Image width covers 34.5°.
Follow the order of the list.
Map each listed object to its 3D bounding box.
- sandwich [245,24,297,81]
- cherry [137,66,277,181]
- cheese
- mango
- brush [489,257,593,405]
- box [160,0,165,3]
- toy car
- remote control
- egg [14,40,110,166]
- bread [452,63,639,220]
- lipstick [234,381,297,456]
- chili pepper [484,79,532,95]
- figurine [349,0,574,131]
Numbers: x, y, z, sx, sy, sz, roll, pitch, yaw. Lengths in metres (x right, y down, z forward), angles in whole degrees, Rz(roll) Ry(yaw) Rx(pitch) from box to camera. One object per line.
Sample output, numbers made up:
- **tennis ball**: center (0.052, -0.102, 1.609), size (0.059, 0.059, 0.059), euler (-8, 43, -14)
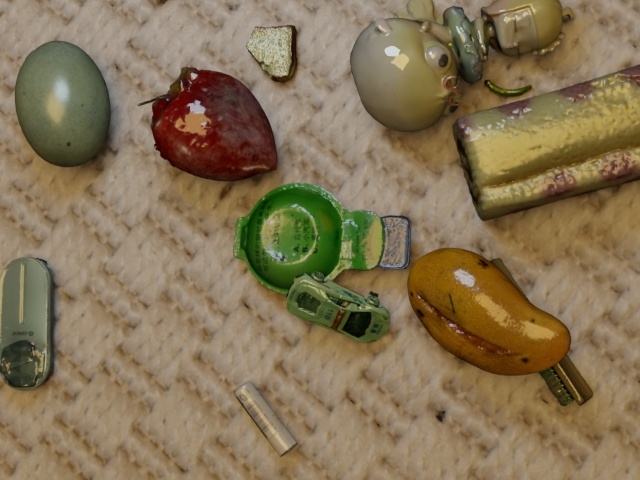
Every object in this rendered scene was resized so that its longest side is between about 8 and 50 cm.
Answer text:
- **sandwich**: center (-0.088, -0.340, 1.882), size (0.093, 0.036, 0.105), euler (-5, 84, 10)
- **cherry**: center (-0.182, -0.191, 1.814), size (0.250, 0.192, 0.175), euler (30, 128, 3)
- **cheese**: center (0.000, 0.000, 1.802), size (0.320, 0.083, 0.204), euler (2, 82, 14)
- **mango**: center (0.263, 0.124, 1.688), size (0.295, 0.120, 0.177), euler (37, 129, 31)
- **brush**: center (0.357, 0.155, 1.730), size (0.048, 0.054, 0.282), euler (-39, 75, 30)
- **box**: center (-0.279, -0.485, 1.928), size (0.083, 0.053, 0.024), euler (-41, 77, 4)
- **toy car**: center (0.032, 0.119, 1.763), size (0.186, 0.058, 0.093), euler (24, 117, -5)
- **remote control**: center (-0.543, 0.154, 1.910), size (0.104, 0.052, 0.247), euler (-1, 84, 13)
- **egg**: center (-0.470, -0.250, 1.881), size (0.169, 0.169, 0.236), euler (-15, 75, 9)
- **bread**: center (0.401, -0.158, 1.704), size (0.338, 0.155, 0.187), euler (-16, 89, 7)
- **lipstick**: center (-0.097, 0.312, 1.809), size (0.040, 0.040, 0.141), euler (-40, 78, 5)
- **chili pepper**: center (0.326, -0.267, 1.800), size (0.083, 0.017, 0.030), euler (15, 85, 13)
- **figurine**: center (0.237, -0.353, 1.762), size (0.394, 0.226, 0.274), euler (-21, 51, 4)
